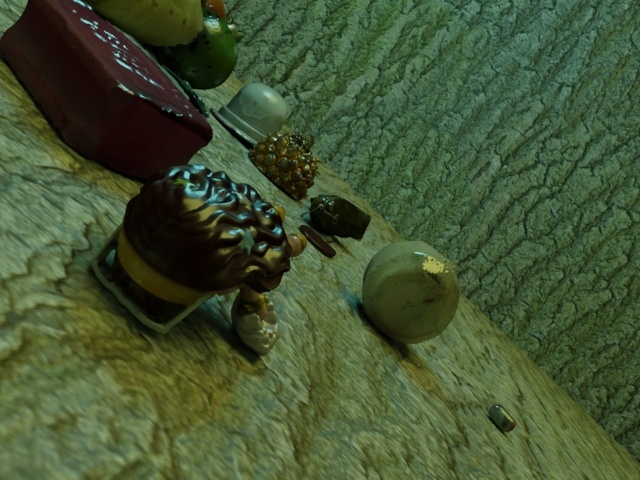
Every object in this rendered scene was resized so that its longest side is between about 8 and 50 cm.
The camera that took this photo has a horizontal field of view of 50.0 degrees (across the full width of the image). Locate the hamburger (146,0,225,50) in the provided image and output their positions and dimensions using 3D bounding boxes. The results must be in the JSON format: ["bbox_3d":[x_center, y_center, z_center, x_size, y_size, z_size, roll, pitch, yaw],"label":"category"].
[{"bbox_3d":[-0.343,-0.569,1.778,0.170,0.246,0.246,36,5,26],"label":"hamburger"}]

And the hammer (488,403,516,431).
[{"bbox_3d":[0.329,0.324,1.233,0.052,0.031,0.083,52,1,33],"label":"hammer"}]

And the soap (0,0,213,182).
[{"bbox_3d":[-0.258,-0.182,0.788,0.250,0.099,0.162,47,16,26],"label":"soap"}]

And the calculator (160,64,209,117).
[{"bbox_3d":[-0.282,-0.309,1.432,0.141,0.019,0.094,42,-17,20],"label":"calculator"}]

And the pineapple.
[{"bbox_3d":[-0.063,-0.195,1.576,0.176,0.137,0.161,46,9,10],"label":"pineapple"}]

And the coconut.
[{"bbox_3d":[0.152,0.077,1.143,0.171,0.171,0.183,43,16,-4],"label":"coconut"}]

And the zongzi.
[{"bbox_3d":[-0.005,-0.077,1.521,0.184,0.084,0.187,32,5,34],"label":"zongzi"}]

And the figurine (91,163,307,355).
[{"bbox_3d":[-0.083,0.006,0.583,0.175,0.116,0.240,45,8,12],"label":"figurine"}]

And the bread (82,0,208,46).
[{"bbox_3d":[-0.423,-0.585,1.354,0.361,0.250,0.394,36,7,13],"label":"bread"}]

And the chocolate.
[{"bbox_3d":[-0.154,-0.315,1.732,0.221,0.147,0.221,43,5,-4],"label":"chocolate"}]

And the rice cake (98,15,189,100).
[{"bbox_3d":[-0.354,-0.342,1.288,0.237,0.043,0.127,37,9,-39],"label":"rice cake"}]

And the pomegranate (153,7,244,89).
[{"bbox_3d":[-0.280,-0.470,1.641,0.202,0.202,0.248,43,48,-1],"label":"pomegranate"}]

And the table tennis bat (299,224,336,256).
[{"bbox_3d":[0.000,0.000,1.349,0.087,0.013,0.156,42,10,8],"label":"table tennis bat"}]
